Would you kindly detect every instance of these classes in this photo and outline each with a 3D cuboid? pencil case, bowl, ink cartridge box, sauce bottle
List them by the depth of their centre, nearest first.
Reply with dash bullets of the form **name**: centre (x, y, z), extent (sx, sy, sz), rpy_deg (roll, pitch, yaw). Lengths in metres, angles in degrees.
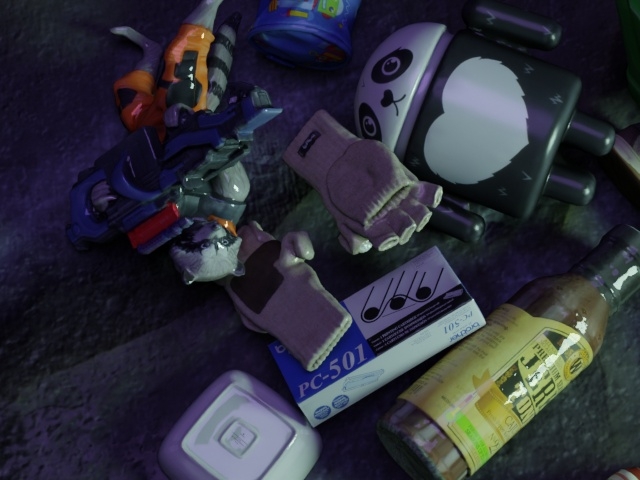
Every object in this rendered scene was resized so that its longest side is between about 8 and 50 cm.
- **bowl**: centre (-0.083, 0.209, 1.636), extent (0.142, 0.053, 0.142), rpy_deg (37, 71, 14)
- **ink cartridge box**: centre (0.057, 0.097, 1.644), extent (0.207, 0.046, 0.097), rpy_deg (-31, 42, 1)
- **sauce bottle**: centre (0.213, 0.113, 1.647), extent (0.344, 0.111, 0.111), rpy_deg (-42, 75, -14)
- **pencil case**: centre (0.002, -0.339, 1.820), extent (0.119, 0.133, 0.306), rpy_deg (20, 68, -20)

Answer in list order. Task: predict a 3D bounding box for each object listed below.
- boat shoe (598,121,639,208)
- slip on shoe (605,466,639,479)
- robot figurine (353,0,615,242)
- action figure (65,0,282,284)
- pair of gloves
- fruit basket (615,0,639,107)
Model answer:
- **boat shoe**: centre (0.394, -0.042, 1.731), extent (0.073, 0.080, 0.223), rpy_deg (-36, 69, -9)
- **slip on shoe**: centre (0.398, 0.357, 1.556), extent (0.101, 0.123, 0.331), rpy_deg (-23, 66, -14)
- **robot figurine**: centre (0.173, -0.127, 1.708), extent (0.278, 0.173, 0.209), rpy_deg (22, 61, 7)
- **action figure**: centre (-0.119, -0.116, 1.678), extent (0.179, 0.341, 0.330), rpy_deg (8, 70, -42)
- **pair of gloves**: centre (0.000, 0.000, 1.669), extent (0.204, 0.042, 0.240), rpy_deg (34, 91, 42)
- **fruit basket**: centre (0.540, -0.186, 1.713), extent (0.392, 0.392, 0.283), rpy_deg (-15, 38, -7)
